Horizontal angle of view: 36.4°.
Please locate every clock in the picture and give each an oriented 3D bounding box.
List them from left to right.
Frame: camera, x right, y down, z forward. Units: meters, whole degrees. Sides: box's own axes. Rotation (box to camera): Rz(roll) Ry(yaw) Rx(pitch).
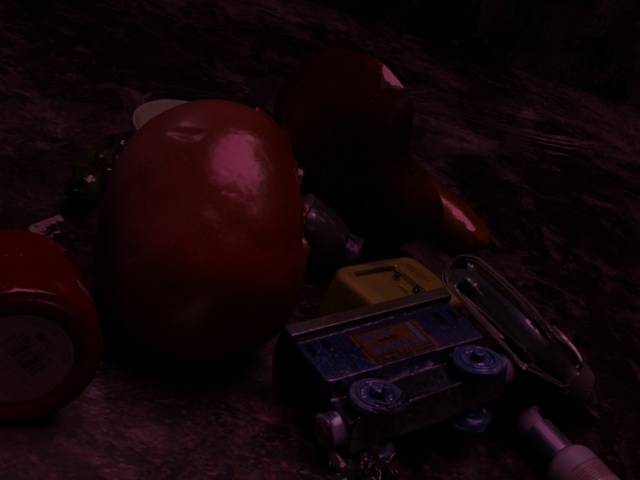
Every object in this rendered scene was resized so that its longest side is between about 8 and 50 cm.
[{"bbox_3d":[0.110,0.102,1.504,0.202,0.096,0.143,-8,36,-47],"label":"clock"}]

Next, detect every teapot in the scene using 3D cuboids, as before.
[{"bbox_3d":[-0.004,0.007,1.621,0.146,0.148,0.116,32,62,-3],"label":"teapot"}]

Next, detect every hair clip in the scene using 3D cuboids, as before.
[{"bbox_3d":[-0.406,0.015,1.354,0.072,0.034,0.226,15,26,-12],"label":"hair clip"}]

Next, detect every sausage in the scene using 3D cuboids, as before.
[{"bbox_3d":[0.233,-0.058,1.902,0.238,0.098,0.098,40,31,24],"label":"sausage"}]

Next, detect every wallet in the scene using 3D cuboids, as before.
[{"bbox_3d":[0.314,0.150,1.453,0.223,0.077,0.309,44,3,38],"label":"wallet"}]

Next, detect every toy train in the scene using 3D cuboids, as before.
[{"bbox_3d":[0.097,0.179,1.278,0.300,0.131,0.202,-11,36,-30],"label":"toy train"}]

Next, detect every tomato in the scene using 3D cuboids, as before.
[{"bbox_3d":[-0.160,-0.017,1.280,0.273,0.341,0.341,-5,33,-15],"label":"tomato"}]

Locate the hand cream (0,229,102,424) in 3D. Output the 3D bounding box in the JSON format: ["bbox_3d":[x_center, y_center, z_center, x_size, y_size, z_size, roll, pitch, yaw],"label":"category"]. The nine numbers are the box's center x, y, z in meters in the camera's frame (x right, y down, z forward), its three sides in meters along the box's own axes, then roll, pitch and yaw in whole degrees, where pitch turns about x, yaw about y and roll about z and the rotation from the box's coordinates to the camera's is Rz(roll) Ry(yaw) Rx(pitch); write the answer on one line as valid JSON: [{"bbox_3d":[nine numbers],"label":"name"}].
[{"bbox_3d":[-0.341,0.096,1.070,0.193,0.193,0.125,7,31,-28],"label":"hand cream"}]

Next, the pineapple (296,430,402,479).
[{"bbox_3d":[0.069,0.314,1.006,0.169,0.169,0.340,14,26,-15],"label":"pineapple"}]

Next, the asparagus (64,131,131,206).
[{"bbox_3d":[-0.359,-0.120,1.606,0.080,0.080,0.287,22,31,0],"label":"asparagus"}]

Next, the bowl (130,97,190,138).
[{"bbox_3d":[-0.196,-0.114,1.634,0.277,0.145,0.277,16,26,-8],"label":"bowl"}]

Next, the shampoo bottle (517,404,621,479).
[{"bbox_3d":[0.334,0.304,1.311,0.074,0.074,0.192,0,32,-36],"label":"shampoo bottle"}]

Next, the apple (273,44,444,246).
[{"bbox_3d":[0.065,-0.172,1.729,0.295,0.328,0.365,8,20,-32],"label":"apple"}]
